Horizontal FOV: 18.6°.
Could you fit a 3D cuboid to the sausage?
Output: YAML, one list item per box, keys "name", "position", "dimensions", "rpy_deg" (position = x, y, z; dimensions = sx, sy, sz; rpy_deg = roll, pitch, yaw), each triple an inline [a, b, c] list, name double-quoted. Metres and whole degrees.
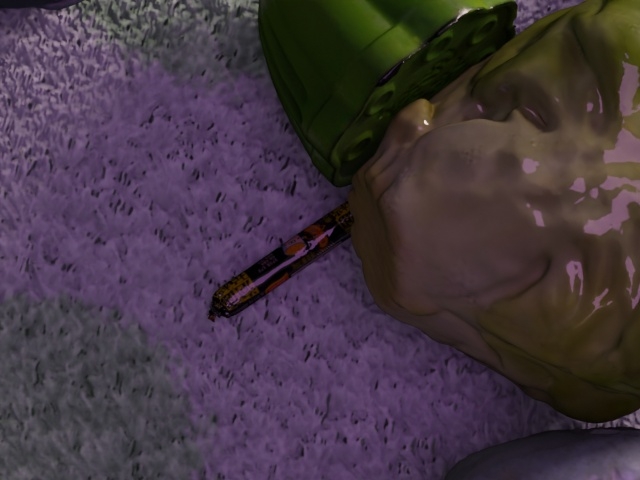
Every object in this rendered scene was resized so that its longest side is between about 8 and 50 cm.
- name: "sausage"
  position: [0.000, 0.000, 1.416]
  dimensions: [0.198, 0.028, 0.025]
  rpy_deg: [-34, 115, -7]

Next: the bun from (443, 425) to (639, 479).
- name: "bun"
  position: [0.203, 0.286, 1.349]
  dimensions: [0.354, 0.194, 0.354]
  rpy_deg: [0, 90, -6]

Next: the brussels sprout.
- name: "brussels sprout"
  position: [0.189, -0.013, 1.328]
  dimensions: [0.316, 0.242, 0.274]
  rpy_deg: [-33, 108, 1]

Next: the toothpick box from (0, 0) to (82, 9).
- name: "toothpick box"
  position: [-0.229, -0.259, 1.219]
  dimensions: [0.263, 0.355, 0.263]
  rpy_deg: [0, 96, -1]

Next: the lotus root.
- name: "lotus root"
  position: [0.021, -0.157, 1.370]
  dimensions: [0.186, 0.186, 0.186]
  rpy_deg: [0, 88, -8]
